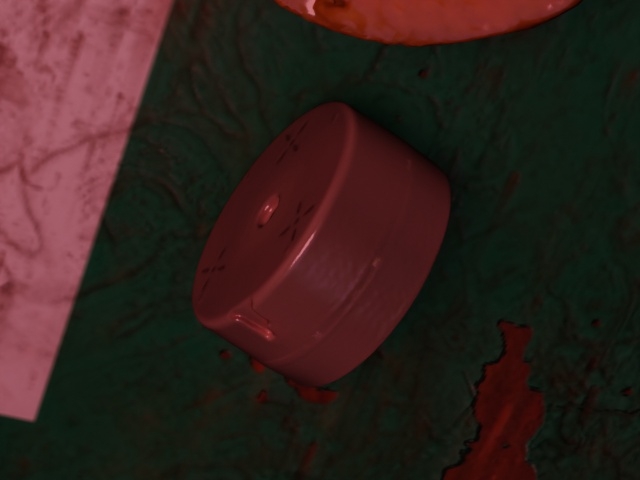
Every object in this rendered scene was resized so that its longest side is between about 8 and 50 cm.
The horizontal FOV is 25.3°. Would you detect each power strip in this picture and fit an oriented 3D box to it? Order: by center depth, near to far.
[{"bbox_3d":[0.000,0.000,0.805,0.078,0.154,0.154,33,108,-20],"label":"power strip"}]

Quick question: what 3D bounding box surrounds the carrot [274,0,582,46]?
[{"bbox_3d":[0.036,-0.241,0.712,0.307,0.100,0.258,32,105,-21],"label":"carrot"}]
